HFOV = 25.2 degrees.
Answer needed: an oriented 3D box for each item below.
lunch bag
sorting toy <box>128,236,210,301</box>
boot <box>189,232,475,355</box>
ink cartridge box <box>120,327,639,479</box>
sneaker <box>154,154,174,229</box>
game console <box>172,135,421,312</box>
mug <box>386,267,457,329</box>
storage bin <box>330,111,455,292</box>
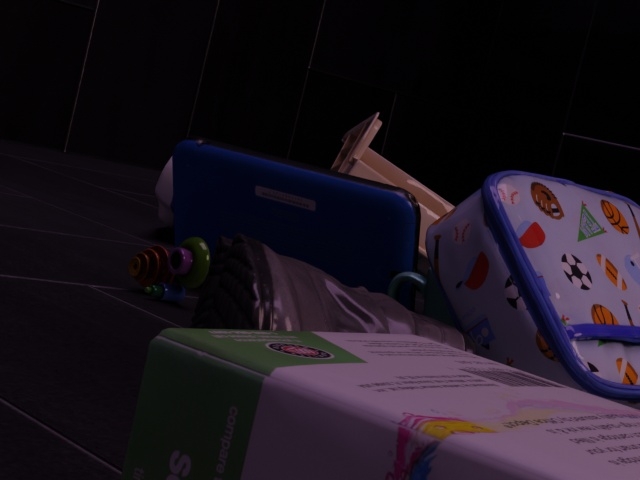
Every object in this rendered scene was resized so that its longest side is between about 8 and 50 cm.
[{"bbox_3d":[0.243,0.066,1.268,0.303,0.115,0.243,7,49,-46],"label":"lunch bag"},{"bbox_3d":[-0.155,0.029,1.416,0.042,0.061,0.102,9,-16,-42],"label":"sorting toy"},{"bbox_3d":[0.022,0.075,1.102,0.223,0.118,0.338,19,9,-8],"label":"boot"},{"bbox_3d":[0.085,0.126,0.580,0.278,0.117,0.201,16,6,36],"label":"ink cartridge box"},{"bbox_3d":[-0.104,-0.030,2.059,0.236,0.130,0.323,30,-5,4],"label":"sneaker"},{"bbox_3d":[0.000,0.000,1.603,0.293,0.250,0.173,15,31,23],"label":"game console"},{"bbox_3d":[0.158,0.080,1.433,0.129,0.097,0.158,4,2,-40],"label":"mug"},{"bbox_3d":[0.123,-0.018,1.692,0.262,0.123,0.260,35,-6,-5],"label":"storage bin"}]
